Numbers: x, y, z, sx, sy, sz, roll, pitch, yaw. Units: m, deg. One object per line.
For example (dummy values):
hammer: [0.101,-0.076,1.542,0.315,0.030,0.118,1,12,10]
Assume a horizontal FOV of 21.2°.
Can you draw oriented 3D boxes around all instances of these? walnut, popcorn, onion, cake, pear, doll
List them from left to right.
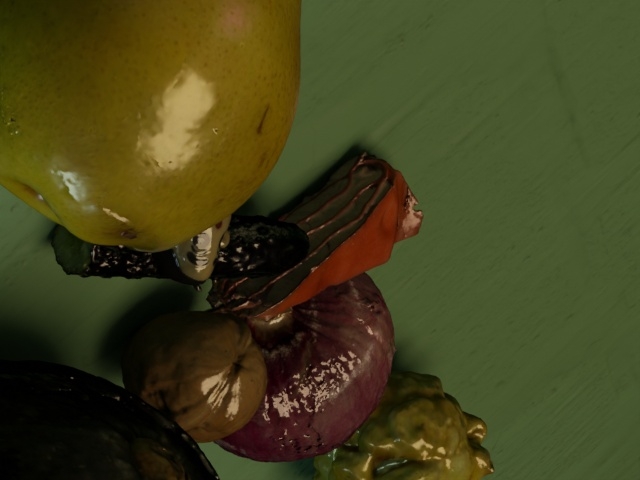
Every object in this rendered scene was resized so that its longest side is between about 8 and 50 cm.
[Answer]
pear: [-0.127,-0.155,1.373,0.336,0.285,0.285,-45,150,5]
doll: [-0.128,-0.040,1.622,0.089,0.179,0.102,-11,175,40]
walnut: [-0.132,0.142,1.829,0.149,0.166,0.166,-63,157,-25]
onion: [-0.014,0.188,2.034,0.267,0.159,0.349,-33,147,-15]
cake: [-0.005,-0.004,1.882,0.287,0.098,0.135,-31,148,-32]
popcorn: [0.104,0.302,2.270,0.252,0.215,0.286,-7,142,-16]

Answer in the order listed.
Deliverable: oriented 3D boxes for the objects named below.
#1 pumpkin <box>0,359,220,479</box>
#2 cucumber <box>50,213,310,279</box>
pumpkin: [-0.253,0.312,1.594,0.344,0.454,0.454,-48,151,24]
cucumber: [-0.133,0.005,1.730,0.303,0.081,0.072,3,81,-46]
